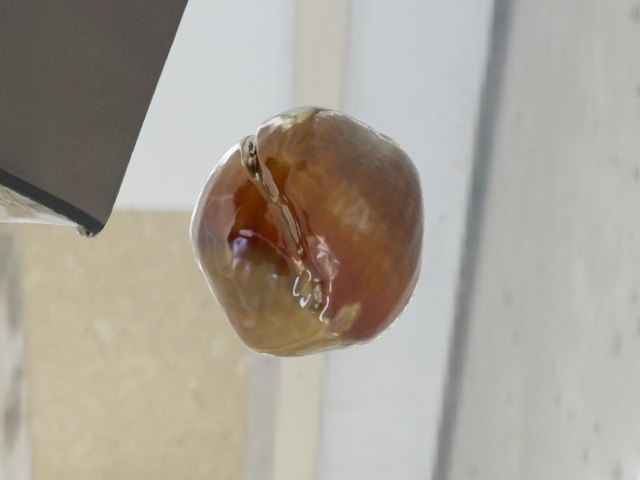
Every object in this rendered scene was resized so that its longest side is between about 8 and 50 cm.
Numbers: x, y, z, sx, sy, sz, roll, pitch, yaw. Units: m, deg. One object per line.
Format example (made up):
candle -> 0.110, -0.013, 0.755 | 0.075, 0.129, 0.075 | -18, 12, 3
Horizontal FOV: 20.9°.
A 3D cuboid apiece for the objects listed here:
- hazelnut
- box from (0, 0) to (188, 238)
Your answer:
hazelnut -> 0.000, 0.000, 1.229 | 0.182, 0.182, 0.182 | -179, 90, -86
box -> -0.195, -0.147, 1.019 | 0.153, 0.188, 0.252 | -2, 65, 49
